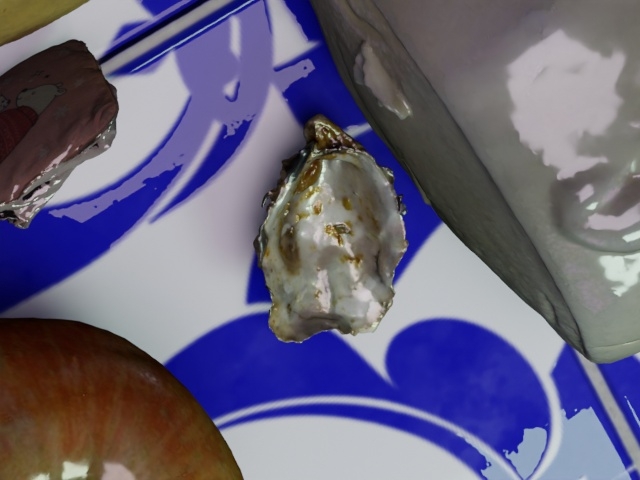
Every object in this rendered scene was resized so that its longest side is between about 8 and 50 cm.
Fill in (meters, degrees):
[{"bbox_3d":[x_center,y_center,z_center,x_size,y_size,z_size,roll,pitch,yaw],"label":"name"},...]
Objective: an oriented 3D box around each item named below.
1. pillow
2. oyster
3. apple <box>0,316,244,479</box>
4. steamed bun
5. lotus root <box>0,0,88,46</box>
[{"bbox_3d":[-0.217,-0.016,1.104,0.248,0.135,0.049,-37,124,-1],"label":"pillow"},{"bbox_3d":[0.004,-0.009,1.207,0.103,0.051,0.148,-3,117,-26],"label":"oyster"},{"bbox_3d":[-0.188,0.187,1.124,0.301,0.301,0.301,-4,108,-13],"label":"apple"},{"bbox_3d":[0.157,-0.103,1.117,0.247,0.236,0.383,-35,113,-3],"label":"steamed bun"},{"bbox_3d":[-0.168,-0.191,1.061,0.303,0.131,0.146,-27,89,-6],"label":"lotus root"}]
